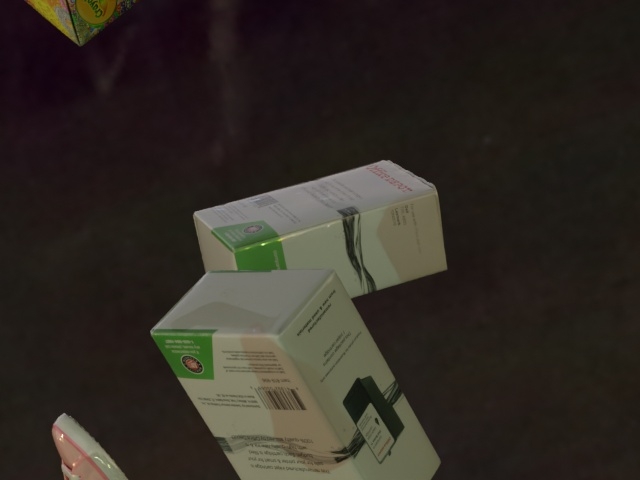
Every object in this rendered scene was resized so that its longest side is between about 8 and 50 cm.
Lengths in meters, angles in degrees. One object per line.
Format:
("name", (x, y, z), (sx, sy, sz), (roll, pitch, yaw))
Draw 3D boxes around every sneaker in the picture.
("sneaker", (-0.150, 0.181, 1.238), (0.070, 0.134, 0.051), (-36, 19, -12))

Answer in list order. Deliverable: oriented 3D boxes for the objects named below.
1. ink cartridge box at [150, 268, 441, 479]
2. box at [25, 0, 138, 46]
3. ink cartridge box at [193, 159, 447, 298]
("ink cartridge box", (-0.018, 0.129, 1.532), (0.153, 0.208, 0.087), (-1, 36, 43))
("box", (-0.196, -0.363, 1.518), (0.279, 0.290, 0.177), (-40, -26, -19))
("ink cartridge box", (0.000, 0.000, 1.937), (0.219, 0.093, 0.160), (-15, 18, -14))
